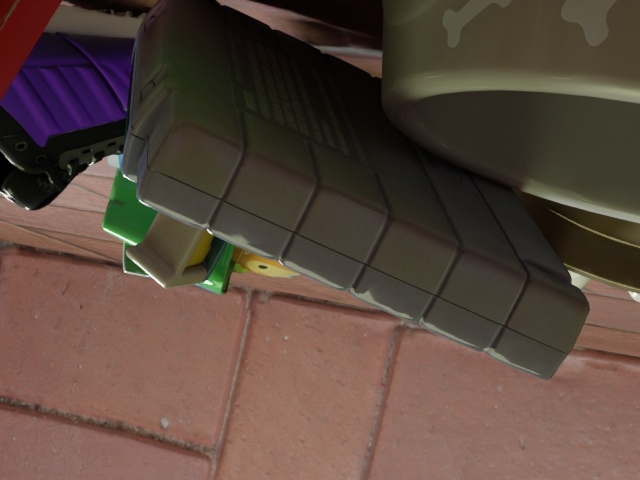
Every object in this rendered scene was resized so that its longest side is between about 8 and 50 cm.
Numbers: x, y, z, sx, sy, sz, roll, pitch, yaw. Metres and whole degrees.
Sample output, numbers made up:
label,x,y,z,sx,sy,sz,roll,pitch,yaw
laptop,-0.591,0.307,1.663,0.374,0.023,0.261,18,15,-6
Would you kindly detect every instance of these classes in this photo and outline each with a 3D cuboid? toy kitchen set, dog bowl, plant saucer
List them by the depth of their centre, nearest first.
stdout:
label,x,y,z,sx,sy,sz,roll,pitch,yaw
dog bowl,0.188,-0.077,0.824,0.349,0.102,0.349,14,173,2
plant saucer,0.227,-0.029,1.150,0.278,0.041,0.278,18,160,7
toy kitchen set,0.000,0.000,1.166,0.207,0.166,0.122,37,-157,19

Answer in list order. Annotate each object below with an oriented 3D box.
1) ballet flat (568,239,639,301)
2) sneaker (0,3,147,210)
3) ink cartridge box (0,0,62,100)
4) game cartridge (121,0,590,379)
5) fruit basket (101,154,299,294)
label,x,y,z,sx,sy,sz,roll,pitch,yaw
ballet flat,0.233,-0.004,1.326,0.281,0.096,0.095,13,140,-16
sneaker,-0.175,-0.090,1.169,0.293,0.146,0.102,9,176,-27
ink cartridge box,-0.240,-0.135,0.979,0.231,0.134,0.078,10,151,32
game cartridge,0.002,-0.047,0.934,0.230,0.068,0.355,20,-164,-11
fruit basket,0.000,0.000,1.379,0.353,0.165,0.327,22,178,-2
